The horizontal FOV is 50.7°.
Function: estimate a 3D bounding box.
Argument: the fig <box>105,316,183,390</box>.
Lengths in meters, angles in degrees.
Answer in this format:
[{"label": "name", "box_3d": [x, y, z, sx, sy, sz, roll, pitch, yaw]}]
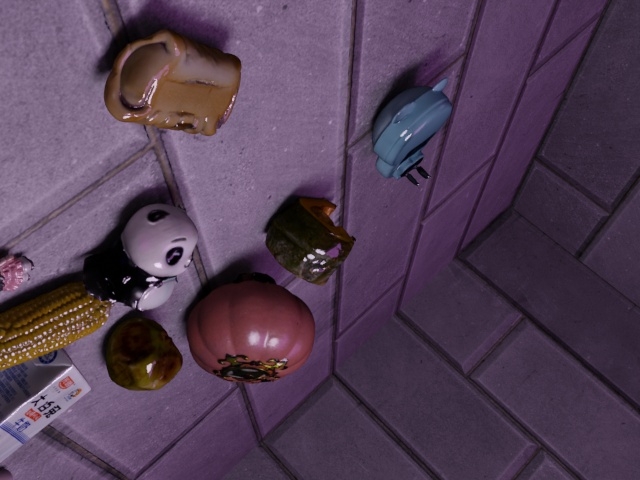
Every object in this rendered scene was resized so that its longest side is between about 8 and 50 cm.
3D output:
[{"label": "fig", "box_3d": [-0.366, 0.240, 1.379, 0.154, 0.144, 0.165, 23, 137, -35]}]

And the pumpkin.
[{"label": "pumpkin", "box_3d": [0.001, -0.001, 1.602, 0.139, 0.190, 0.280, -55, 160, 18]}]

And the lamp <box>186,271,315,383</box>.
[{"label": "lamp", "box_3d": [-0.161, 0.200, 1.580, 0.305, 0.240, 0.305, 0, 147, 0]}]

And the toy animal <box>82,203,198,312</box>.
[{"label": "toy animal", "box_3d": [-0.287, 0.026, 1.137, 0.179, 0.138, 0.166, -46, 177, 10]}]

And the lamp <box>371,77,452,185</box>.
[{"label": "lamp", "box_3d": [0.209, -0.256, 1.611, 0.209, 0.147, 0.284, -35, 149, -26]}]

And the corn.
[{"label": "corn", "box_3d": [-0.447, 0.137, 1.084, 0.261, 0.097, 0.097, -27, 152, -41]}]

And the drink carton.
[{"label": "drink carton", "box_3d": [-0.557, 0.303, 1.147, 0.315, 0.106, 0.130, -39, 160, -23]}]

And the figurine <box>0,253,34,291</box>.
[{"label": "figurine", "box_3d": [-0.460, 0.049, 0.947, 0.129, 0.054, 0.072, -14, 137, -60]}]

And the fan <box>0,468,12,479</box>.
[{"label": "fan", "box_3d": [-0.676, 0.476, 1.292, 0.130, 0.074, 0.244, -56, 167, -9]}]

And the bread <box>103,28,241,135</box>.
[{"label": "bread", "box_3d": [-0.199, -0.220, 0.942, 0.134, 0.081, 0.225, -59, 156, 15]}]
